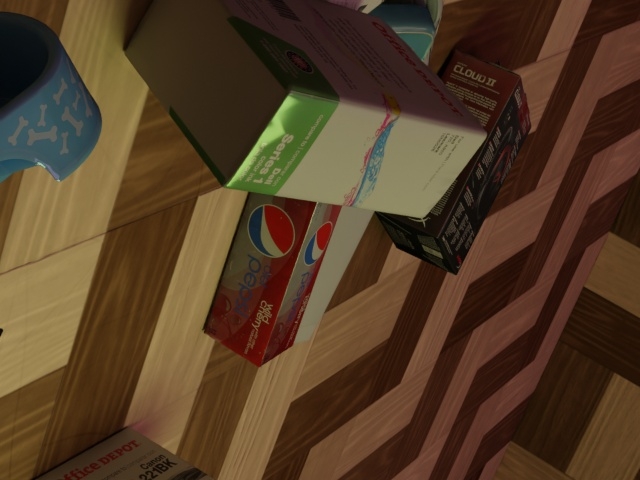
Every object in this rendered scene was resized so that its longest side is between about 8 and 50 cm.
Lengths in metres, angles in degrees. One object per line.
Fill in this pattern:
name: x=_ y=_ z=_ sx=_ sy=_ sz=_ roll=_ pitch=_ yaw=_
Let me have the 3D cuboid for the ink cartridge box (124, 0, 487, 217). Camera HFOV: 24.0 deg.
ink cartridge box: x=-0.010 y=-0.136 z=1.402 sx=0.278 sy=0.201 sz=0.117 roll=8 pitch=126 yaw=-47

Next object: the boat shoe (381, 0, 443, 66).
boat shoe: x=0.105 y=-0.276 z=1.834 sx=0.226 sy=0.083 sz=0.076 roll=99 pitch=5 yaw=-55

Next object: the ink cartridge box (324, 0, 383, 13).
ink cartridge box: x=0.037 y=-0.322 z=1.557 sx=0.218 sy=0.092 sz=0.159 roll=-44 pitch=156 yaw=-41

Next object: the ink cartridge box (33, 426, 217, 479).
ink cartridge box: x=-0.185 y=0.349 z=1.710 sx=0.197 sy=0.272 sz=0.114 roll=-25 pitch=138 yaw=-57

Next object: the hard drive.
hard drive: x=0.000 y=0.000 z=1.999 sx=0.308 sy=0.040 sz=0.203 roll=-64 pitch=160 yaw=13

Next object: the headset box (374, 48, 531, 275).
headset box: x=0.204 y=-0.122 z=2.183 sx=0.293 sy=0.110 sz=0.218 roll=-62 pitch=162 yaw=-8

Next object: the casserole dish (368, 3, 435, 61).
casserole dish: x=0.060 y=-0.218 z=1.738 sx=0.188 sy=0.037 sz=0.114 roll=-7 pitch=138 yaw=-38

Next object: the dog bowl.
dog bowl: x=-0.287 y=-0.063 z=1.059 sx=0.297 sy=0.166 sz=0.074 roll=-45 pitch=144 yaw=-34

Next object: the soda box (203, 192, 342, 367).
soda box: x=-0.051 y=0.017 z=1.820 sx=0.083 sy=0.092 sz=0.263 roll=-30 pitch=145 yaw=-56

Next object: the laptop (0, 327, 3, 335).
laptop: x=-0.350 y=0.205 z=1.302 sx=0.136 sy=0.264 sz=0.234 roll=24 pitch=97 yaw=-33
